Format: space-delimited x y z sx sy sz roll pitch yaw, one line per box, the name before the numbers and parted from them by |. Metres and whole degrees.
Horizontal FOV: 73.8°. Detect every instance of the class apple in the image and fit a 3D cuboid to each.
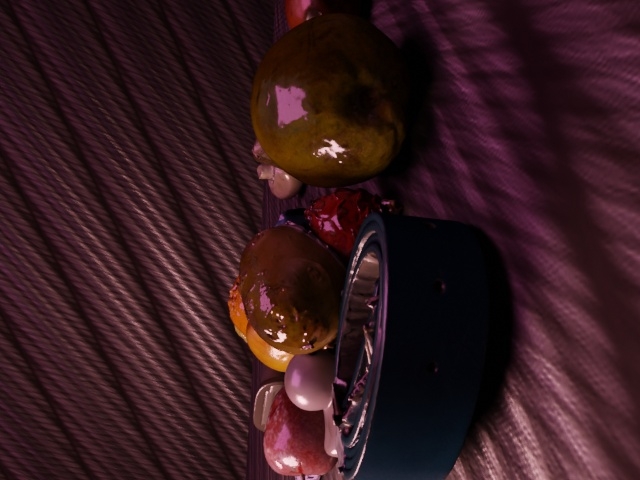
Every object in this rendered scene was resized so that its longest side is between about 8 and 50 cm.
apple | -0.097 0.248 1.290 0.286 0.232 0.286 -155 90 -84
apple | 0.015 -0.662 1.179 0.230 0.229 0.230 -177 90 -75

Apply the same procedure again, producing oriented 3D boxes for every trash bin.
trash bin | -0.105 0.459 1.404 0.250 0.219 0.220 -102 23 -63

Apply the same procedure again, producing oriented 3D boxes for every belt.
belt | 0.121 0.172 0.679 0.300 0.172 0.437 -103 24 -71

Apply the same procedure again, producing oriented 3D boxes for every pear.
pear | 0.014 -0.285 0.906 0.413 0.351 0.352 -151 65 -63

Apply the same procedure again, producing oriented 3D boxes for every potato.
potato | -0.085 0.110 0.893 0.299 0.196 0.247 25 134 34

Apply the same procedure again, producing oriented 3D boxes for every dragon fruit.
dragon fruit | 0.069 -0.031 0.910 0.209 0.172 0.173 7 95 34

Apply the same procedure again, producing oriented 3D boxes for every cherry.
cherry | -0.048 0.538 1.163 0.236 0.212 0.286 -33 48 30

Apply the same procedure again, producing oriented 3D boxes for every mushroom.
mushroom | -0.168 -0.297 1.831 0.246 0.202 0.246 173 90 -73

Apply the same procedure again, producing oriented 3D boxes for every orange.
orange | -0.190 0.218 1.594 0.340 0.293 0.341 -171 90 -70

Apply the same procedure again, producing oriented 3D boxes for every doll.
doll | 0.024 0.338 0.934 0.221 0.220 0.251 144 127 -71

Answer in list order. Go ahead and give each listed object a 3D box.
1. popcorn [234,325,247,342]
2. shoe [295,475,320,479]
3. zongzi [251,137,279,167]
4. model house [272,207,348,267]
popcorn | -0.237 0.344 1.866 0.237 0.292 0.293 -26 57 39
shoe | -0.035 0.716 1.322 0.245 0.095 0.138 120 147 -67
zongzi | -0.016 -0.522 1.476 0.466 0.218 0.501 -15 58 48
model house | -0.003 0.091 1.105 0.237 0.215 0.303 110 148 -45
